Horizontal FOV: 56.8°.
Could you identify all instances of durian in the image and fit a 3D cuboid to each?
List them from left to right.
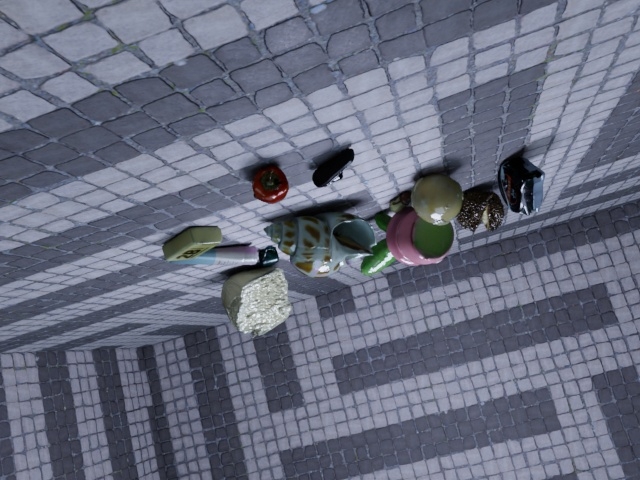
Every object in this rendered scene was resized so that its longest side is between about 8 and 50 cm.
[{"bbox_3d":[0.604,-0.117,2.227,0.195,0.167,0.196,-19,152,-10],"label":"durian"}]

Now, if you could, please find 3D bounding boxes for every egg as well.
[{"bbox_3d":[0.369,-0.132,1.878,0.164,0.165,0.201,-20,163,20],"label":"egg"}]

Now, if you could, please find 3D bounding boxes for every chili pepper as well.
[{"bbox_3d":[-0.122,-0.139,1.448,0.086,0.084,0.192,-46,176,-13],"label":"chili pepper"}]

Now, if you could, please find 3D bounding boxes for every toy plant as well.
[{"bbox_3d":[0.304,0.000,2.124,0.317,0.211,0.356,-48,-160,-13],"label":"toy plant"}]

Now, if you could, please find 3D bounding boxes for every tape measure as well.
[{"bbox_3d":[0.660,-0.183,1.947,0.107,0.181,0.182,-18,132,-2],"label":"tape measure"}]

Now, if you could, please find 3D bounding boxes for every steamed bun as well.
[{"bbox_3d":[-0.273,0.221,2.558,0.290,0.273,0.273,-7,123,-42],"label":"steamed bun"}]

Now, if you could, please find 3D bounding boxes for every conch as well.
[{"bbox_3d":[0.001,0.000,1.954,0.367,0.197,0.250,5,120,-46],"label":"conch"}]

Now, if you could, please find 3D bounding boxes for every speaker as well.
[{"bbox_3d":[-0.197,0.059,2.268,0.075,0.060,0.094,-13,167,-12],"label":"speaker"}]

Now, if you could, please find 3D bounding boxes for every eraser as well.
[{"bbox_3d":[-0.396,0.011,1.830,0.172,0.058,0.117,-26,164,40],"label":"eraser"}]

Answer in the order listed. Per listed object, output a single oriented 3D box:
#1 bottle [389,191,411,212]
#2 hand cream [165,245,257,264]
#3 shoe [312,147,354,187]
[{"bbox_3d":[0.280,-0.136,2.023,0.101,0.047,0.063,-41,-166,54],"label":"bottle"},{"bbox_3d":[-0.380,0.054,2.075,0.312,0.070,0.111,1,163,-27],"label":"hand cream"},{"bbox_3d":[0.044,-0.179,1.505,0.053,0.062,0.159,10,150,-36],"label":"shoe"}]
